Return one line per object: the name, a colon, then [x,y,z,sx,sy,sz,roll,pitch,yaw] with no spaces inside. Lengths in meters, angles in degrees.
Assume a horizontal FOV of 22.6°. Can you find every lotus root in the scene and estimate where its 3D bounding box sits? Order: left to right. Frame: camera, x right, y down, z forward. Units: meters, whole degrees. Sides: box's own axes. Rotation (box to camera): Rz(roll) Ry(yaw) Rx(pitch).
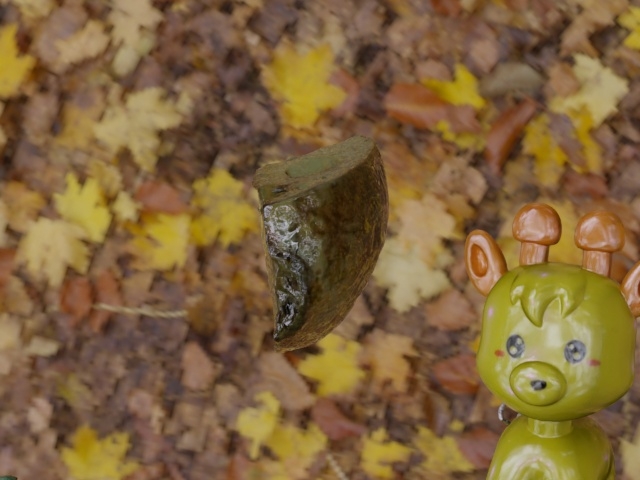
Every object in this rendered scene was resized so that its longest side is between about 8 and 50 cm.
lotus root: [0.005,-0.003,1.671,0.142,0.314,0.210,-6,114,0]

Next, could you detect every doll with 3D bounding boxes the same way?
doll: [0.166,0.084,1.100,0.143,0.135,0.221,6,102,23]

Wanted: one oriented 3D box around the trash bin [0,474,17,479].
trash bin: [-0.259,0.400,1.361,0.259,0.381,0.295,-34,19,-27]
